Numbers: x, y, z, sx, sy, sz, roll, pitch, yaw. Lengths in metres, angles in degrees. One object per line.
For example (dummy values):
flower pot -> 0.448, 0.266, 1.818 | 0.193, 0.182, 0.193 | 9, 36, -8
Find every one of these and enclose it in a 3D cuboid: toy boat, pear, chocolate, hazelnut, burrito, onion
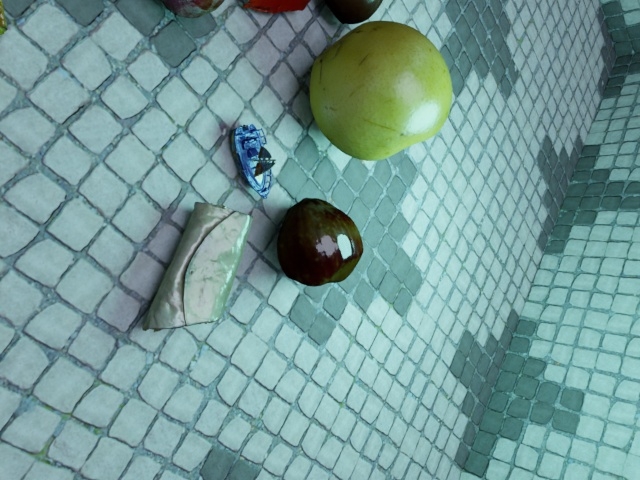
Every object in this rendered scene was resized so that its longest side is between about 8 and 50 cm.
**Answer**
toy boat -> -0.140, -0.178, 1.170 | 0.091, 0.110, 0.175 | -26, 111, -38
pear -> 0.143, -0.363, 1.264 | 0.348, 0.348, 0.349 | -3, 94, -42
chocolate -> 0.089, -0.648, 1.310 | 0.176, 0.176, 0.177 | -3, 94, -42
hazelnut -> 0.000, 0.000, 1.229 | 0.217, 0.234, 0.218 | 0, 93, -4
burrito -> -0.253, 0.067, 1.086 | 0.143, 0.105, 0.300 | 26, 76, -30
onion -> -0.245, -0.538, 1.033 | 0.160, 0.159, 0.195 | 61, 37, -26

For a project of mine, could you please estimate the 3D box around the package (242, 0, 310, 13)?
package -> -0.130, -0.738, 1.141 | 0.195, 0.123, 0.424 | -24, 107, -37

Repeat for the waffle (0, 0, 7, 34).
waffle -> -0.590, -0.429, 0.780 | 0.160, 0.055, 0.211 | -17, 103, -40
